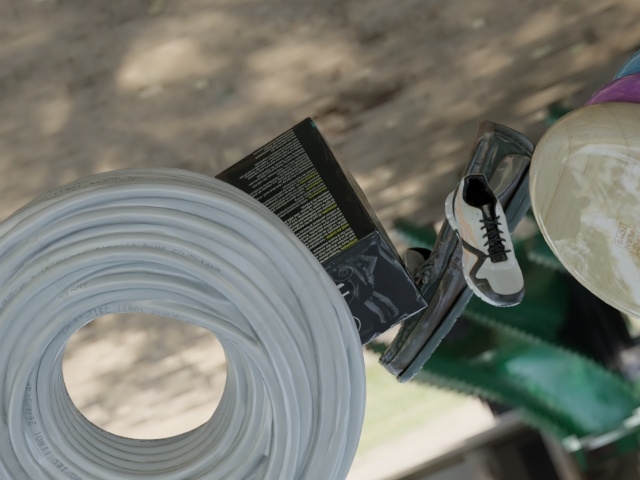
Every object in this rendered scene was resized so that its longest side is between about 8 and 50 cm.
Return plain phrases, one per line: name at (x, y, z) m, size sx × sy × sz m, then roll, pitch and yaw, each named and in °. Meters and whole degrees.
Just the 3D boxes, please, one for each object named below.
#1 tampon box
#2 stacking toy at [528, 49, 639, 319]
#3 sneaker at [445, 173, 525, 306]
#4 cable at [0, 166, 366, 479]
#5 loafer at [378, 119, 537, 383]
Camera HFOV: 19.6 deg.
tampon box at (0.000, 0.000, 1.596) m, size 0.101 × 0.161 × 0.120 m, roll -32°, pitch 137°, yaw 4°
stacking toy at (0.256, -0.101, 1.045) m, size 0.330 × 0.141 × 0.141 m, roll -47°, pitch -174°, yaw -33°
sneaker at (0.121, -0.001, 1.368) m, size 0.040 × 0.109 × 0.044 m, roll -14°, pitch 152°, yaw -18°
cable at (-0.100, 0.084, 1.077) m, size 0.257 × 0.257 × 0.089 m, roll -38°, pitch -168°, yaw 9°
loafer at (0.123, 0.008, 1.795) m, size 0.267 × 0.084 × 0.096 m, roll -57°, pitch -177°, yaw 4°
